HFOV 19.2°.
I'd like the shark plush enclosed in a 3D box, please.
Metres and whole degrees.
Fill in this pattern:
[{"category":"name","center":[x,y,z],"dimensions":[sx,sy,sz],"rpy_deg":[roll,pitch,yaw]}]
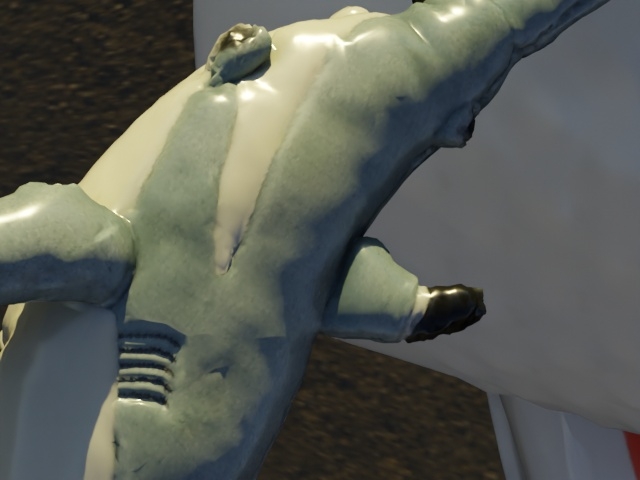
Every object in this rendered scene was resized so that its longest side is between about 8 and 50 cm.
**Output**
[{"category":"shark plush","center":[0.000,0.000,0.344],"dimensions":[0.161,0.073,0.067],"rpy_deg":[-40,76,-20]}]

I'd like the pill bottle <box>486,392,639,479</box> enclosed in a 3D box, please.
[{"category":"pill bottle","center":[0.230,0.057,0.700],"dimensions":[0.323,0.181,0.182],"rpy_deg":[-14,99,0]}]

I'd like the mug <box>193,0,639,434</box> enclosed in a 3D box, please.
[{"category":"mug","center":[0.200,-0.101,0.507],"dimensions":[0.374,0.328,0.276],"rpy_deg":[-58,150,-31]}]
